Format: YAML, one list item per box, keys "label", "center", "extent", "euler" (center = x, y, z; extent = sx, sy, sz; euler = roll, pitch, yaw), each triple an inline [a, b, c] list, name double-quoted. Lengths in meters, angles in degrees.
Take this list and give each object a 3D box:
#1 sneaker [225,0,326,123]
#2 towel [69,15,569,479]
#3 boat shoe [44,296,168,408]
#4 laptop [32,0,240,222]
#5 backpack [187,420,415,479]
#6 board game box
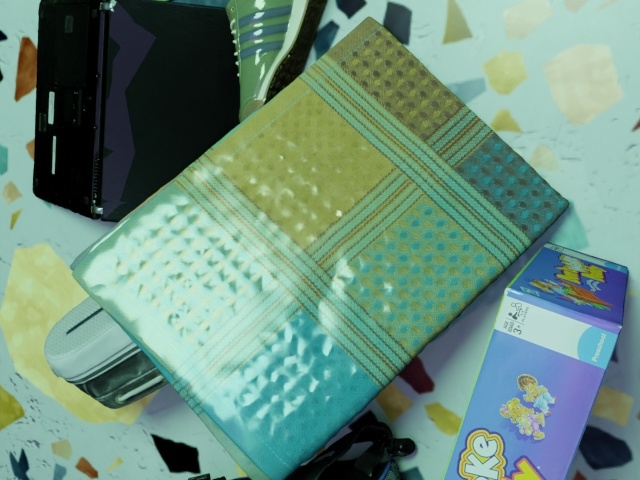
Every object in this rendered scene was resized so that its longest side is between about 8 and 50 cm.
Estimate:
- label: "sneaker"
  center: [-0.057, -0.205, 0.777]
  extent: [0.086, 0.064, 0.192]
  euler: [24, 99, 16]
- label: "towel"
  center: [0.000, 0.000, 0.709]
  extent: [0.370, 0.040, 0.271]
  euler: [-42, 79, -8]
- label: "boat shoe"
  center: [-0.119, 0.058, 0.814]
  extent: [0.335, 0.121, 0.119]
  euler: [-29, 128, 8]
- label: "laptop"
  center: [-0.204, -0.144, 0.876]
  extent: [0.264, 0.136, 0.234]
  euler: [16, 104, 47]
- label: "backpack"
  center: [-0.042, 0.327, 0.735]
  extent: [0.276, 0.263, 0.213]
  euler: [-23, 88, 23]
- label: "board game box"
  center: [0.156, 0.189, 0.648]
  extent: [0.078, 0.233, 0.347]
  euler: [20, 104, 19]
